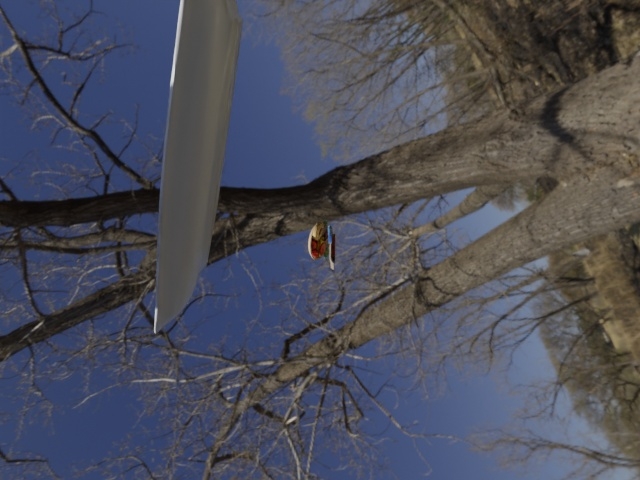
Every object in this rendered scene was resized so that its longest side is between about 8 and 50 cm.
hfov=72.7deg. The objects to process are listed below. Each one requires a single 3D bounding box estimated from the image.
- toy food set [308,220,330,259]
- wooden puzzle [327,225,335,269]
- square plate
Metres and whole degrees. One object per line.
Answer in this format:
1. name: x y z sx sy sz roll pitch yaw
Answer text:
1. toy food set: 0.000 0.000 0.904 0.082 0.020 0.083 1 -83 -65
2. wooden puzzle: 0.023 0.015 0.831 0.116 0.014 0.078 73 -166 -81
3. square plate: -0.138 -0.126 0.525 0.049 0.347 0.344 8 -154 -13
